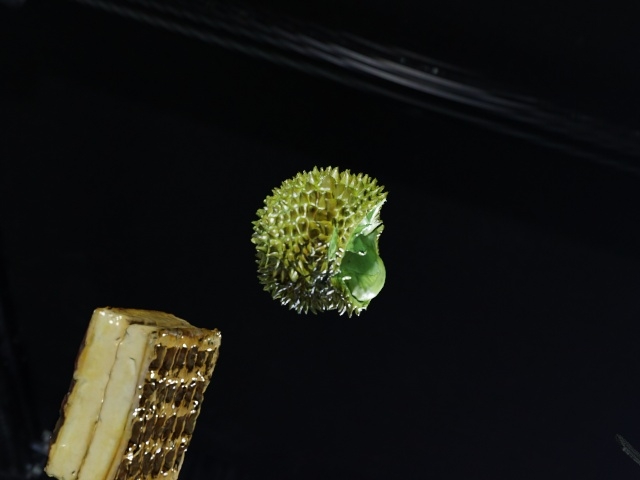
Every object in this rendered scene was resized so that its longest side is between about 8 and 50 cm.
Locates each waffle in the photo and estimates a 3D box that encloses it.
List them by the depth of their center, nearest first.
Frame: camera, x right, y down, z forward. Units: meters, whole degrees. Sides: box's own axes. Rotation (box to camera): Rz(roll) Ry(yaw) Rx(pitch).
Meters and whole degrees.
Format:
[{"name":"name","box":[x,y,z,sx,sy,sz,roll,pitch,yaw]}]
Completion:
[{"name":"waffle","box":[-0.218,0.193,1.542,0.091,0.213,0.308,16,-3,12]}]

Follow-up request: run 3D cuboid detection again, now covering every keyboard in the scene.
[{"name":"keyboard","box":[0.441,0.312,1.664,0.010,0.053,0.155,-44,-82,9]}]

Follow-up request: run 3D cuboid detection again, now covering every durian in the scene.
[{"name":"durian","box":[0.000,0.001,1.737,0.176,0.200,0.237,6,-15,9]}]
